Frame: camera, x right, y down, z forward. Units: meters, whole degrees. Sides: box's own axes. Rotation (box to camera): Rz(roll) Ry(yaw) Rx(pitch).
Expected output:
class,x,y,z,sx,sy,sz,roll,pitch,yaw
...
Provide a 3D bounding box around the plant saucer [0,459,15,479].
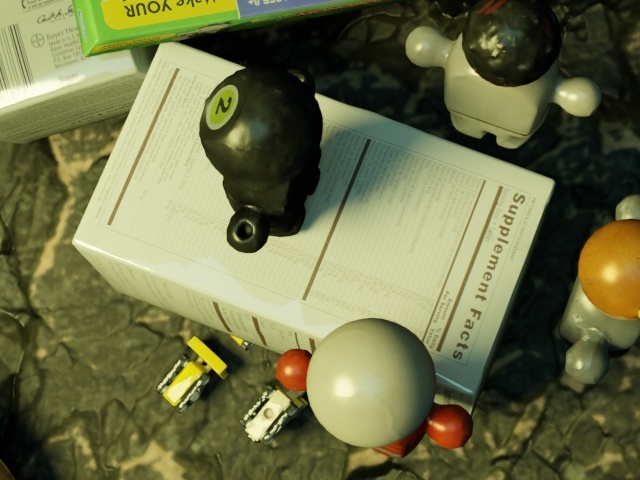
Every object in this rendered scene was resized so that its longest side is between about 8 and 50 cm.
class,x,y,z,sx,sy,sz,roll,pitch,yaw
plant saucer,-0.334,0.232,0.954,0.310,0.050,0.311,-1,108,-4

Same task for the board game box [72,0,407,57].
class,x,y,z,sx,sy,sz,roll,pitch,yaw
board game box,-0.006,-0.240,0.870,0.317,0.046,0.213,-13,89,-20

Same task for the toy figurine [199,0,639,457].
class,x,y,z,sx,sy,sz,roll,pitch,yaw
toy figurine,0.060,-0.009,0.740,0.209,0.148,0.213,-21,75,-2

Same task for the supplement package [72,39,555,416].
class,x,y,z,sx,sy,sz,roll,pitch,yaw
supplement package,0.000,0.000,0.888,0.244,0.134,0.139,21,78,8

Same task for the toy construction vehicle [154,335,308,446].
class,x,y,z,sx,sy,sz,roll,pitch,yaw
toy construction vehicle,-0.045,0.086,0.966,0.086,0.035,0.098,39,94,18

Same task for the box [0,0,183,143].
class,x,y,z,sx,sy,sz,roll,pitch,yaw
box,-0.160,-0.114,0.923,0.126,0.137,0.072,-16,88,9
